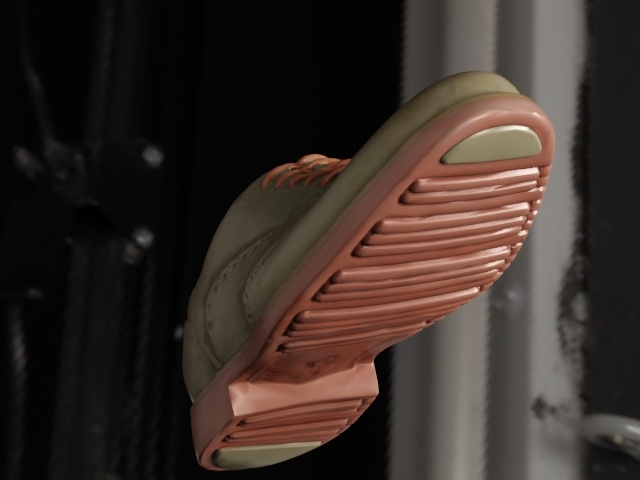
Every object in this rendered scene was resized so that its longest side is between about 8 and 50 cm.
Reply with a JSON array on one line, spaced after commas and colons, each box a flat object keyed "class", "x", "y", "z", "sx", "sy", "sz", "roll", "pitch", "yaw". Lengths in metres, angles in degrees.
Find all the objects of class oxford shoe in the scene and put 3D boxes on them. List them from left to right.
[{"class": "oxford shoe", "x": 0.000, "y": 0.000, "z": 1.123, "sx": 0.397, "sy": 0.140, "sz": 0.146, "roll": -49, "pitch": -128, "yaw": 48}]
